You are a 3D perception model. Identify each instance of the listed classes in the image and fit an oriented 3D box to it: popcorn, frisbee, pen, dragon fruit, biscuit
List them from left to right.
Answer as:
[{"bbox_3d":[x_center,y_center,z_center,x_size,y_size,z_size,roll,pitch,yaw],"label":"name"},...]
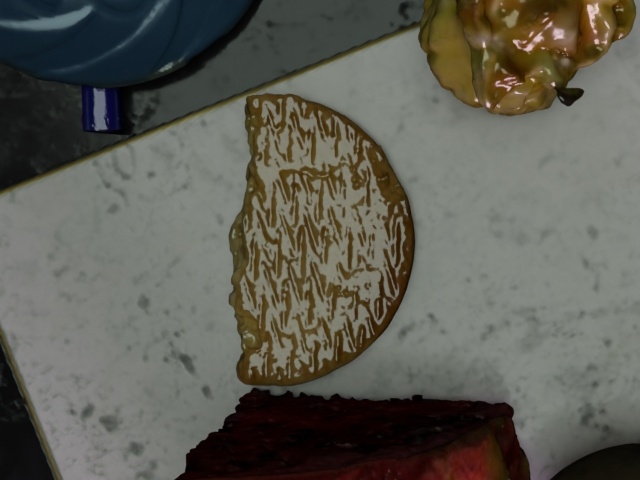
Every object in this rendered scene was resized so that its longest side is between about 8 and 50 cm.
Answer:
[{"bbox_3d":[-0.171,-0.257,0.892,0.289,0.049,0.289,-1,94,-7],"label":"frisbee"},{"bbox_3d":[-0.172,-0.216,0.936,0.033,0.033,0.269,0,95,7],"label":"pen"},{"bbox_3d":[0.000,0.000,0.933,0.144,0.033,0.224,0,95,5],"label":"biscuit"},{"bbox_3d":[0.010,0.245,0.910,0.302,0.240,0.330,-4,118,-20],"label":"dragon fruit"},{"bbox_3d":[0.139,-0.168,0.841,0.180,0.180,0.170,-48,55,8],"label":"popcorn"}]

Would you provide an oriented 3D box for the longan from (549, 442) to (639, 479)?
[{"bbox_3d":[0.234,0.227,0.866,0.187,0.167,0.167,-8,94,-18],"label":"longan"}]
